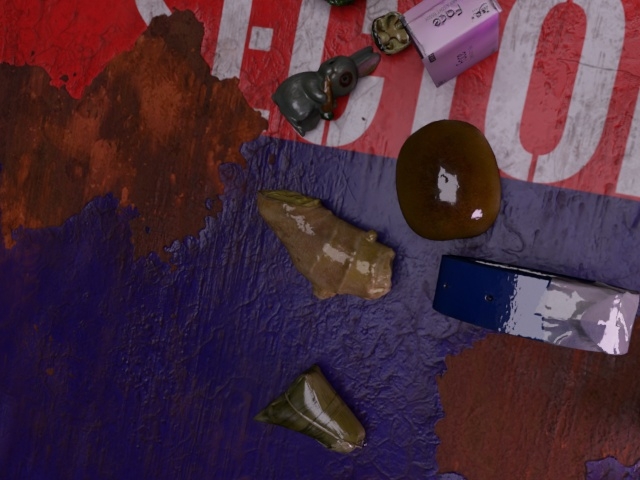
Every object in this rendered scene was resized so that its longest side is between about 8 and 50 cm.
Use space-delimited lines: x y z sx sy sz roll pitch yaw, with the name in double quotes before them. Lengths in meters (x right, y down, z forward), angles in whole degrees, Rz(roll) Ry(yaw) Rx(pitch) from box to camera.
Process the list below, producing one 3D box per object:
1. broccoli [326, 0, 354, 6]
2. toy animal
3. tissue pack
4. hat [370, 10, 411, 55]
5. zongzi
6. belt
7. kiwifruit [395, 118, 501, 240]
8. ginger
"broccoli" 0.044 -0.670 1.144 0.321 0.310 0.413 -17 122 23
"toy animal" 0.009 -0.328 1.261 0.138 0.108 0.236 46 103 11
"tissue pack" 0.244 -0.377 1.114 0.148 0.246 0.092 -30 84 16
"hat" 0.143 -0.417 1.244 0.076 0.059 0.077 -24 90 0
"zongzi" -0.024 0.405 1.310 0.204 0.094 0.205 -43 81 18
"belt" 0.383 0.107 1.112 0.347 0.212 0.117 12 94 20
"kiwifruit" 0.241 -0.115 1.159 0.196 0.196 0.234 -3 85 17
"ginger" 0.000 0.000 1.273 0.354 0.126 0.190 44 114 14
